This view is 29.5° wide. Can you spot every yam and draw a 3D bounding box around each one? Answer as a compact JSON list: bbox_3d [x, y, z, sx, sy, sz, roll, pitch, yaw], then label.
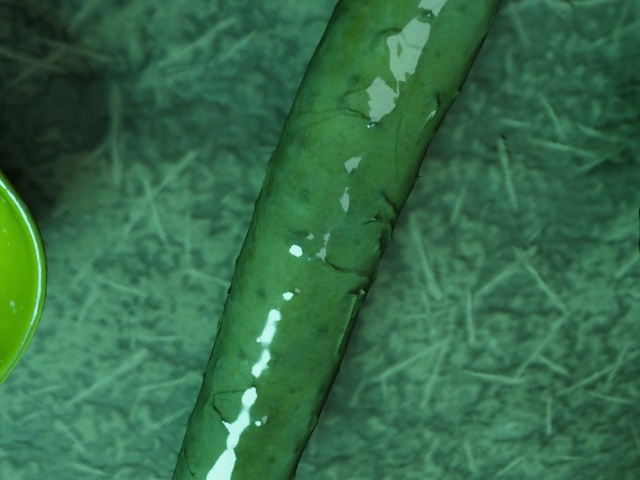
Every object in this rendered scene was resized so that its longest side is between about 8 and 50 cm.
[{"bbox_3d":[0.000,0.000,0.625,0.083,0.083,0.372,16,112,-17],"label":"yam"}]

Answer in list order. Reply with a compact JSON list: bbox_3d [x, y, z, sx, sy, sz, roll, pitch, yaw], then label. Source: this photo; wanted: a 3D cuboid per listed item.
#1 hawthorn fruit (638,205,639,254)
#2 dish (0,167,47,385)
[{"bbox_3d":[0.287,0.003,0.603,0.254,0.254,0.300,-26,146,4],"label":"hawthorn fruit"},{"bbox_3d":[-0.212,0.013,0.594,0.148,0.080,0.208,13,113,-20],"label":"dish"}]
